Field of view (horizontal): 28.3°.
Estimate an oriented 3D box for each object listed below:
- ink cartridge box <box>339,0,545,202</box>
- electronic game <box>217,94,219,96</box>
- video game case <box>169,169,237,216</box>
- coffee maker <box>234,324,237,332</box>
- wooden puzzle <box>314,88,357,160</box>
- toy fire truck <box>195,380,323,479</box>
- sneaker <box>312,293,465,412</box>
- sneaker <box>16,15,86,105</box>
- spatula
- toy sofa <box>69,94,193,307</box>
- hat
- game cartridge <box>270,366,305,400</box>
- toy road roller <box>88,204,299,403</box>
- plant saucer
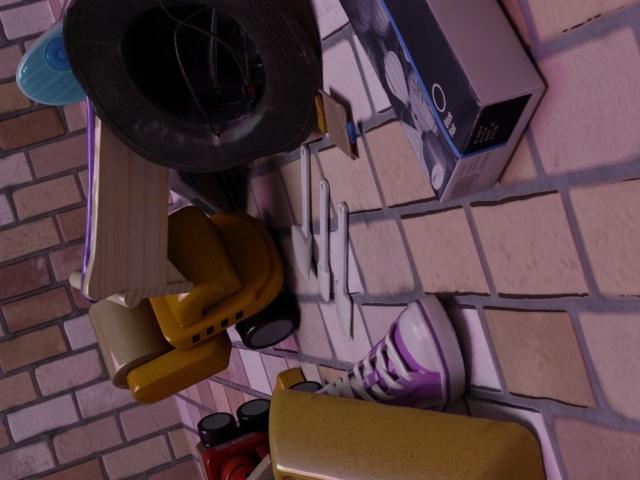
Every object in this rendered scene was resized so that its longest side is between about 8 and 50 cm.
[{"bbox_3d":[0.074,-0.212,1.084,0.165,0.065,0.332,103,147,-63],"label":"ink cartridge box"},{"bbox_3d":[-0.164,-0.226,1.918,0.229,0.048,0.229,167,90,-68],"label":"electronic game"},{"bbox_3d":[-0.212,-0.135,2.015,0.204,0.025,0.285,67,-171,19],"label":"video game case"},{"bbox_3d":[-0.267,0.134,2.440,0.171,0.178,0.120,-156,49,-70],"label":"coffee maker"},{"bbox_3d":[0.021,-0.134,1.451,0.116,0.014,0.078,-128,20,-52],"label":"wooden puzzle"},{"bbox_3d":[-0.047,0.302,1.794,0.246,0.217,0.158,-142,37,-63],"label":"toy fire truck"},{"bbox_3d":[0.059,0.164,1.378,0.282,0.161,0.102,100,150,-58],"label":"sneaker"},{"bbox_3d":[-0.319,-0.334,1.913,0.127,0.319,0.208,56,-177,-30],"label":"sneaker"},{"bbox_3d":[0.000,0.000,1.662,0.242,0.019,0.168,88,159,-46],"label":"spatula"},{"bbox_3d":[-0.279,-0.099,1.737,0.150,0.177,0.362,15,107,47],"label":"toy sofa"},{"bbox_3d":[-0.141,-0.241,1.550,0.134,0.331,0.331,-68,-18,-44],"label":"hat"},{"bbox_3d":[-0.019,0.397,2.117,0.323,0.053,0.285,100,148,-62],"label":"game cartridge"},{"bbox_3d":[-0.213,0.078,1.922,0.202,0.330,0.240,65,-175,27],"label":"toy road roller"},{"bbox_3d":[0.086,0.333,1.318,0.333,0.081,0.332,3,114,38],"label":"plant saucer"}]
